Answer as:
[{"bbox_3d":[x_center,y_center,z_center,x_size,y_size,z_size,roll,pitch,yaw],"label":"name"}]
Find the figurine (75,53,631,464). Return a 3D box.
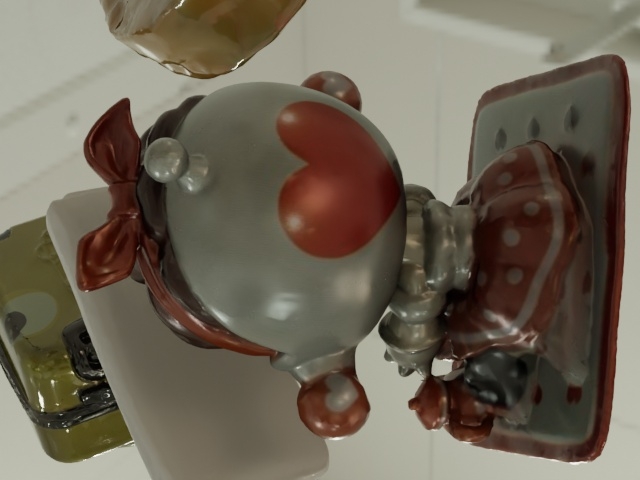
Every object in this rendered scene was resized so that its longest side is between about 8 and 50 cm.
[{"bbox_3d":[0.000,0.000,0.738,0.226,0.183,0.160,6,175,-20],"label":"figurine"}]

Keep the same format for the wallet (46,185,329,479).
[{"bbox_3d":[-0.064,0.053,0.811,0.095,0.033,0.190,-14,-114,-32],"label":"wallet"}]

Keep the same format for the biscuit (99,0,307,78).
[{"bbox_3d":[0.035,-0.213,0.470,0.051,0.376,0.269,20,-150,-25],"label":"biscuit"}]

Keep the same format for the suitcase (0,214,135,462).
[{"bbox_3d":[-0.172,0.068,1.351,0.194,0.143,0.235,-19,-141,-15],"label":"suitcase"}]
